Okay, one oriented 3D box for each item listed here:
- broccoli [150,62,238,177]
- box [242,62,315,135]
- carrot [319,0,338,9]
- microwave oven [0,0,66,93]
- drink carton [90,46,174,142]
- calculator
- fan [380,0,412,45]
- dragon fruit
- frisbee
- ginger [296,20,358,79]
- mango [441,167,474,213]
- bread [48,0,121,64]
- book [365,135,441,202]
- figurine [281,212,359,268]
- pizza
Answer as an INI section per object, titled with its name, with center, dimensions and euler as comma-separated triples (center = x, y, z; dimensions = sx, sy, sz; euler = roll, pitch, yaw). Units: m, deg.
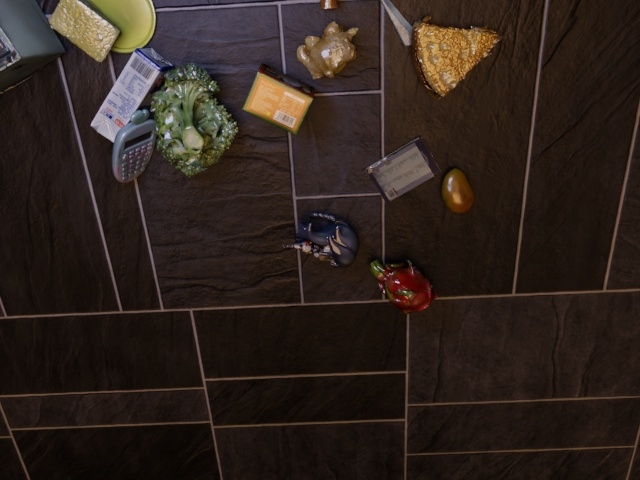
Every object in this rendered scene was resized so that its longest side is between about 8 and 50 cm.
[broccoli]
center = -0.399, -0.388, 1.790
dimensions = 0.249, 0.302, 0.375
euler = -12, 124, -39
[box]
center = -0.134, -0.470, 1.795
dimensions = 0.195, 0.177, 0.148
euler = 23, 114, -10
[carrot]
center = 0.026, -0.831, 1.695
dimensions = 0.061, 0.061, 0.209
euler = 0, 111, 0
[microwave oven]
center = -1.060, -0.586, 1.666
dimensions = 0.394, 0.333, 0.247
euler = -25, 108, 12
[drink carton]
center = -0.625, -0.480, 1.814
dimensions = 0.107, 0.130, 0.315
euler = 37, 110, -7
[calculator]
center = -0.634, -0.322, 1.857
dimensions = 0.041, 0.185, 0.298
euler = 34, 131, 11
[fan]
center = 0.224, -0.753, 1.747
dimensions = 0.057, 0.023, 0.282
euler = -33, 112, 16
[dragon fruit]
center = 0.321, 0.163, 2.109
dimensions = 0.269, 0.200, 0.198
euler = 46, 120, 23
[frisbee]
center = -0.648, -0.730, 1.762
dimensions = 0.236, 0.017, 0.235
euler = 0, 115, 0
[ginger]
center = 0.037, -0.618, 1.767
dimensions = 0.216, 0.102, 0.157
euler = -32, 84, 20
[mango]
center = 0.495, -0.176, 1.983
dimensions = 0.111, 0.089, 0.163
euler = -32, 102, 2
[bread]
center = -0.737, -0.675, 1.722
dimensions = 0.196, 0.102, 0.138
euler = 36, 113, -19
[book]
center = 0.300, -0.256, 1.980
dimensions = 0.231, 0.026, 0.157
euler = -30, 114, 14
[figurine]
center = 0.014, 0.004, 2.026
dimensions = 0.265, 0.175, 0.197
euler = 27, 108, -20
[pizza]
center = 0.413, -0.635, 1.770
dimensions = 0.288, 0.074, 0.251
euler = -42, 110, 16
